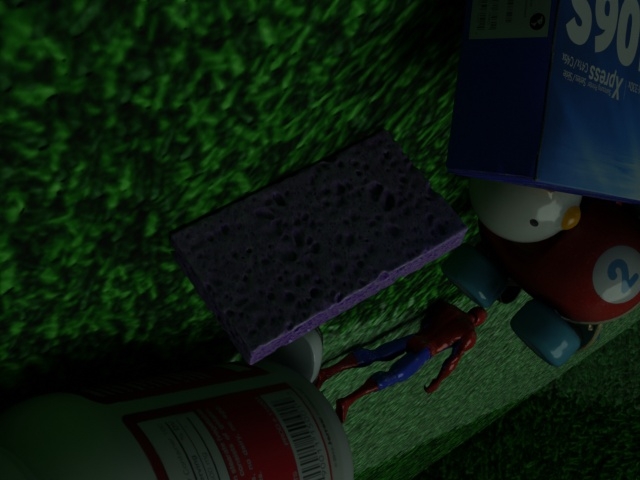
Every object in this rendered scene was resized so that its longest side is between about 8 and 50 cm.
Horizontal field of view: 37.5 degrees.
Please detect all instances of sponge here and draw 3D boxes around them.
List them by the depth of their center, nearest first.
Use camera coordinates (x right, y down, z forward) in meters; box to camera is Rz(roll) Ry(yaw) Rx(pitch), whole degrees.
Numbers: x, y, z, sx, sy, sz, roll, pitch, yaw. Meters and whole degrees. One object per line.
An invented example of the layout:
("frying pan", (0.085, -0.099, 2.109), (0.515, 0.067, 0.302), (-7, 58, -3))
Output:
("sponge", (0.000, 0.000, 0.753), (0.210, 0.117, 0.031), (-28, 158, -21))

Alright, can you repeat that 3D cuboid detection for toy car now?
("toy car", (0.232, -0.029, 0.961), (0.219, 0.210, 0.238), (-47, 146, -1))

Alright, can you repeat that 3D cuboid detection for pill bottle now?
("pill bottle", (-0.166, 0.238, 0.840), (0.229, 0.229, 0.407), (-47, 156, 25))

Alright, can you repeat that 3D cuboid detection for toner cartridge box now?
("toner cartridge box", (0.232, -0.117, 0.765), (0.348, 0.075, 0.165), (2, 97, -50))

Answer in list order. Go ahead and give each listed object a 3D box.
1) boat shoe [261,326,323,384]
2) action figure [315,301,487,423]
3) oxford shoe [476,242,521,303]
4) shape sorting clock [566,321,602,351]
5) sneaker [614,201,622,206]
("boat shoe", (-0.033, 0.143, 1.062), (0.076, 0.080, 0.228), (-42, 163, -36))
("action figure", (0.119, 0.176, 1.332), (0.280, 0.091, 0.139), (-25, 150, -23))
("oxford shoe", (0.267, 0.003, 1.193), (0.083, 0.096, 0.227), (-24, 154, -24))
("shape sorting clock", (0.315, 0.040, 1.212), (0.040, 0.206, 0.206), (-4, 148, -16))
("sneaker", (0.479, -0.121, 1.222), (0.279, 0.118, 0.107), (-41, 159, 13))
